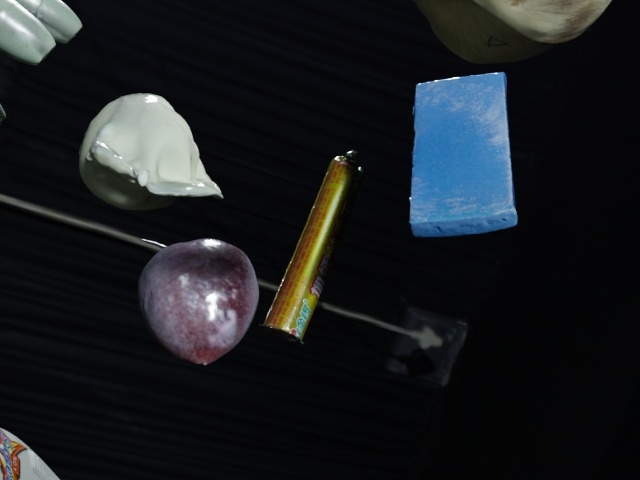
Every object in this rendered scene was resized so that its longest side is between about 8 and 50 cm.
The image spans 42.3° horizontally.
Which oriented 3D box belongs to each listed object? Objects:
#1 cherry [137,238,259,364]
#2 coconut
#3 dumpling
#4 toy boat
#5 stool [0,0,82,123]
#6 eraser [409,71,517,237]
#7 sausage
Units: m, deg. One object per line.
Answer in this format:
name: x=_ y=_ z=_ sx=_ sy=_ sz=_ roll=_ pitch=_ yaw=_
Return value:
cherry: x=-0.216 y=0.097 z=1.466 sx=0.183 sy=0.213 sz=0.266 roll=71 pitch=2 yaw=-60
coconut: x=0.163 y=-0.253 z=0.707 sx=0.224 sy=0.224 sz=0.224 roll=-54 pitch=-153 yaw=43
dumpling: x=-0.169 y=-0.084 z=0.860 sx=0.111 sy=0.155 sz=0.181 roll=-52 pitch=-171 yaw=41
toy boat: x=-0.345 y=0.315 z=0.989 sx=0.129 sy=0.088 sz=0.295 roll=-113 pitch=-176 yaw=-50
stool: x=-0.380 y=-0.214 z=0.835 sx=0.195 sy=0.198 sz=0.195 roll=-47 pitch=-163 yaw=13
eraser: x=0.203 y=-0.129 z=1.193 sx=0.042 sy=0.144 sz=0.312 roll=70 pitch=20 yaw=-43
sausage: x=0.000 y=0.000 z=1.439 sx=0.082 sy=0.082 sz=0.371 roll=-28 pitch=-143 yaw=64
